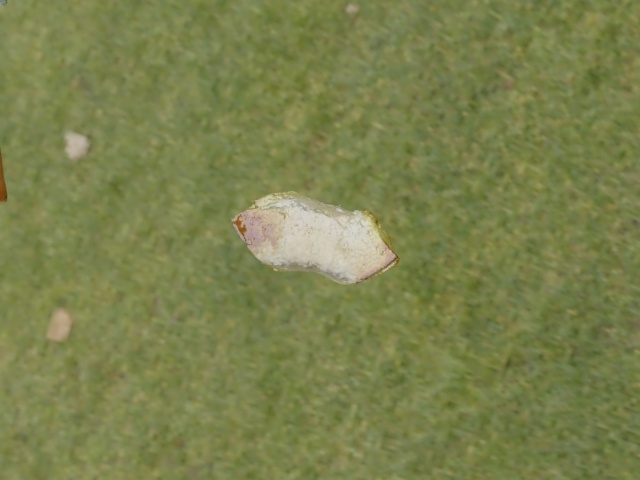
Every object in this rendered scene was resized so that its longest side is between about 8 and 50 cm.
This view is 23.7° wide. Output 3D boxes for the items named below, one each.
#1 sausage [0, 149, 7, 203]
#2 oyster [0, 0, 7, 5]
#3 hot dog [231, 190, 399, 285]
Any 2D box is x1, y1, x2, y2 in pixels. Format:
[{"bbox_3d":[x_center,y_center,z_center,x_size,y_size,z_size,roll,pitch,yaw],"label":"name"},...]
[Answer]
[{"bbox_3d":[-0.263,-0.090,1.144,0.041,0.039,0.131,-169,68,-75],"label":"sausage"},{"bbox_3d":[-0.390,-0.332,1.754,0.064,0.125,0.177,-44,16,2],"label":"oyster"},{"bbox_3d":[0.001,-0.001,1.441,0.169,0.061,0.078,17,103,18],"label":"hot dog"}]
